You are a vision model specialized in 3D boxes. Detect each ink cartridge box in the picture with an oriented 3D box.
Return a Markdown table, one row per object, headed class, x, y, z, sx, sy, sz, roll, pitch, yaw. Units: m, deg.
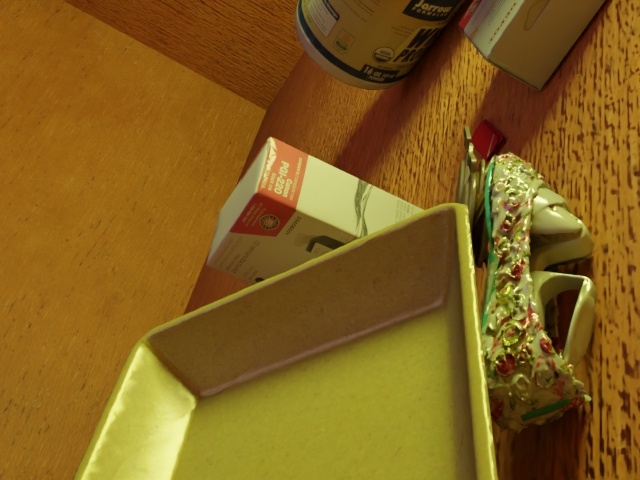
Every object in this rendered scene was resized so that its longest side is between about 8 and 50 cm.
| class | x | y | z | sx | sy | sz | roll | pitch | yaw |
| --- | --- | --- | --- | --- | --- | --- | --- | --- | --- |
| ink cartridge box | 0.000 | 0.000 | 0.869 | 0.158 | 0.218 | 0.092 | -49 | 25 | 46 |
| ink cartridge box | 0.225 | -0.252 | 0.810 | 0.127 | 0.072 | 0.175 | -57 | 15 | 24 |

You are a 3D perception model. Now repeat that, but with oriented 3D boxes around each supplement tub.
| class | x | y | z | sx | sy | sz | roll | pitch | yaw |
| --- | --- | --- | --- | --- | --- | --- | --- | --- | --- |
| supplement tub | 0.119 | -0.420 | 1.194 | 0.316 | 0.228 | 0.228 | -48 | 20 | 48 |

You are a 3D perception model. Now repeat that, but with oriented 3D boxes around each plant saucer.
| class | x | y | z | sx | sy | sz | roll | pitch | yaw |
| --- | --- | --- | --- | --- | --- | --- | --- | --- | --- |
| plant saucer | -0.028 | 0.147 | 0.513 | 0.332 | 0.081 | 0.333 | -23 | 29 | 22 |

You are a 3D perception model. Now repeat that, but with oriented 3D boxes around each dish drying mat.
| class | x | y | z | sx | sy | sz | roll | pitch | yaw |
| --- | --- | --- | --- | --- | --- | --- | --- | --- | --- |
| dish drying mat | 0.185 | -0.113 | 0.837 | 0.032 | 0.008 | 0.083 | -60 | 14 | 19 |

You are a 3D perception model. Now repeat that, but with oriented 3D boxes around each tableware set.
| class | x | y | z | sx | sy | sz | roll | pitch | yaw |
| --- | --- | --- | --- | --- | --- | --- | --- | --- | --- |
| tableware set | 0.147 | -0.028 | 0.695 | 0.194 | 0.039 | 0.128 | -63 | -22 | -71 |

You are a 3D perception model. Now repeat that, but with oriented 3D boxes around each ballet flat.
| class | x | y | z | sx | sy | sz | roll | pitch | yaw |
| --- | --- | --- | --- | --- | --- | --- | --- | --- | --- |
| ballet flat | 0.162 | 0.027 | 0.548 | 0.077 | 0.091 | 0.241 | -14 | 47 | 32 |
